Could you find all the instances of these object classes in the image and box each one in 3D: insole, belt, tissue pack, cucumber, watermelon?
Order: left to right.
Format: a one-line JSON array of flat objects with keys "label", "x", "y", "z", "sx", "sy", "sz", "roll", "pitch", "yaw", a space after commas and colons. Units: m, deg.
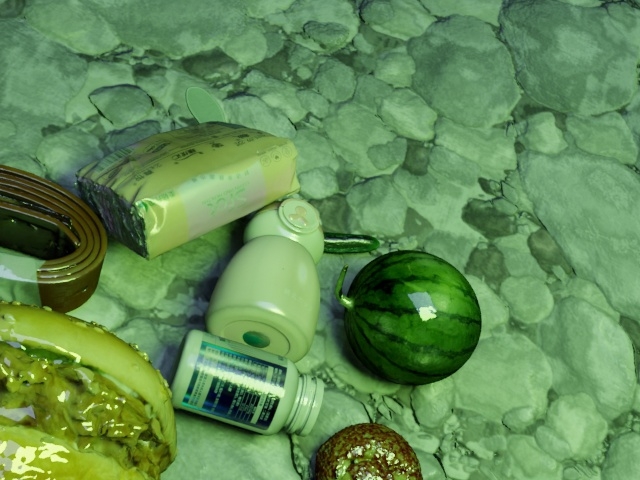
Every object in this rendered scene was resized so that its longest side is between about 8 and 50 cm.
[{"label": "belt", "x": -0.417, "y": 0.003, "z": 1.354, "sx": 0.261, "sy": 0.105, "sz": 0.184, "roll": 17, "pitch": 52, "yaw": -12}, {"label": "tissue pack", "x": -0.188, "y": -0.084, "z": 1.425, "sx": 0.257, "sy": 0.123, "sz": 0.215, "roll": -28, "pitch": 31, "yaw": -28}, {"label": "insole", "x": -0.173, "y": -0.186, "z": 1.620, "sx": 0.053, "sy": 0.002, "sz": 0.152, "roll": -12, "pitch": 63, "yaw": -25}, {"label": "cucumber", "x": 0.000, "y": 0.000, "z": 1.542, "sx": 0.184, "sy": 0.033, "sz": 0.036, "roll": 6, "pitch": 76, "yaw": -13}, {"label": "watermelon", "x": 0.115, "y": 0.106, "z": 1.417, "sx": 0.215, "sy": 0.188, "sz": 0.188, "roll": 8, "pitch": 56, "yaw": -17}]

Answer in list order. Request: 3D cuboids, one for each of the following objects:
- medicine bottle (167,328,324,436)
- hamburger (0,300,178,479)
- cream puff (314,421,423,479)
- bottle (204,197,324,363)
[{"label": "medicine bottle", "x": -0.098, "y": 0.191, "z": 1.335, "sx": 0.192, "sy": 0.107, "sz": 0.107, "roll": 19, "pitch": 54, "yaw": -10}, {"label": "hamburger", "x": -0.348, "y": 0.196, "z": 1.144, "sx": 0.446, "sy": 0.287, "sz": 0.268, "roll": 14, "pitch": 53, "yaw": -15}, {"label": "cream puff", "x": 0.065, "y": 0.305, "z": 1.335, "sx": 0.149, "sy": 0.084, "sz": 0.149, "roll": 8, "pitch": 56, "yaw": -12}, {"label": "bottle", "x": -0.063, "y": 0.044, "z": 1.423, "sx": 0.148, "sy": 0.147, "sz": 0.236, "roll": 20, "pitch": 52, "yaw": -6}]
